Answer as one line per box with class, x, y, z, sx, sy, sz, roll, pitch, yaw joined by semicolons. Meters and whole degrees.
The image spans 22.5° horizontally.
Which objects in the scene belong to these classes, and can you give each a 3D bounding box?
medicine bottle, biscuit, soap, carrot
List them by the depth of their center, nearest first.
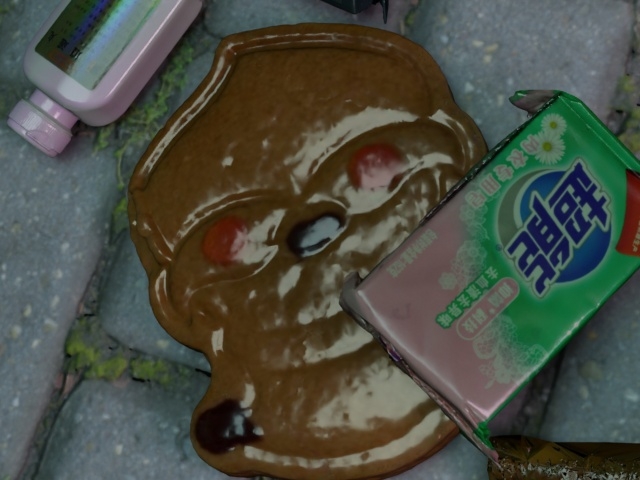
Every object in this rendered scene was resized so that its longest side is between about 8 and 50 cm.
carrot;0.247;0.201;1.346;0.229;0.069;0.069;4;77;21
soap;0.163;0.025;1.360;0.273;0.098;0.218;-43;90;-14
biscuit;0.000;0.000;1.485;0.350;0.078;0.455;-23;69;7
medicine bottle;-0.224;-0.186;1.598;0.115;0.078;0.219;36;88;21

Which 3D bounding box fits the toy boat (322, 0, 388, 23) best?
toy boat;-0.042;-0.325;1.556;0.296;0.122;0.114;33;62;26
